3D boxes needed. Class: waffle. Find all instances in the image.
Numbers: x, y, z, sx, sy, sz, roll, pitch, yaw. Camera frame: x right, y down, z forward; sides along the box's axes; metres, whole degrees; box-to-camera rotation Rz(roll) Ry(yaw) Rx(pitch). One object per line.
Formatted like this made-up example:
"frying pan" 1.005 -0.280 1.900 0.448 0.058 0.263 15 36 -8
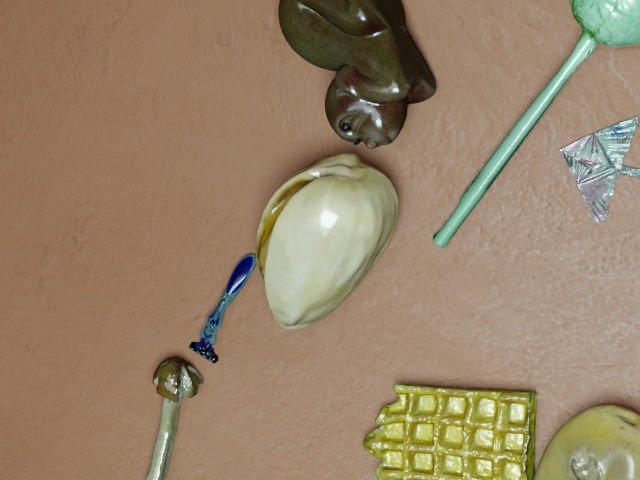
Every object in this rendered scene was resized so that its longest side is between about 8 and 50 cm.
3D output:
"waffle" 0.154 0.257 1.584 0.211 0.055 0.160 1 89 18

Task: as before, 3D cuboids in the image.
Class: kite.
"kite" 0.355 -0.080 1.540 0.153 0.005 0.137 22 100 18

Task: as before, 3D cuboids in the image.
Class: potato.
"potato" 0.315 0.303 1.486 0.150 0.146 0.233 17 81 11

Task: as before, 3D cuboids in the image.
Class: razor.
"razor" -0.124 0.086 1.694 0.044 0.028 0.154 31 100 17

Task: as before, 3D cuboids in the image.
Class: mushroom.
"mushroom" -0.198 0.244 1.707 0.061 0.060 0.187 12 97 20

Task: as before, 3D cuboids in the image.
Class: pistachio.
"pistachio" 0.000 0.000 1.599 0.157 0.157 0.229 35 114 16

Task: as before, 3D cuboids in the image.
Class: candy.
"candy" 0.264 -0.165 1.532 0.119 0.119 0.440 40 109 15

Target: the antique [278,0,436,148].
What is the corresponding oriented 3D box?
"antique" 0.038 -0.233 1.592 0.143 0.121 0.256 -28 81 24
